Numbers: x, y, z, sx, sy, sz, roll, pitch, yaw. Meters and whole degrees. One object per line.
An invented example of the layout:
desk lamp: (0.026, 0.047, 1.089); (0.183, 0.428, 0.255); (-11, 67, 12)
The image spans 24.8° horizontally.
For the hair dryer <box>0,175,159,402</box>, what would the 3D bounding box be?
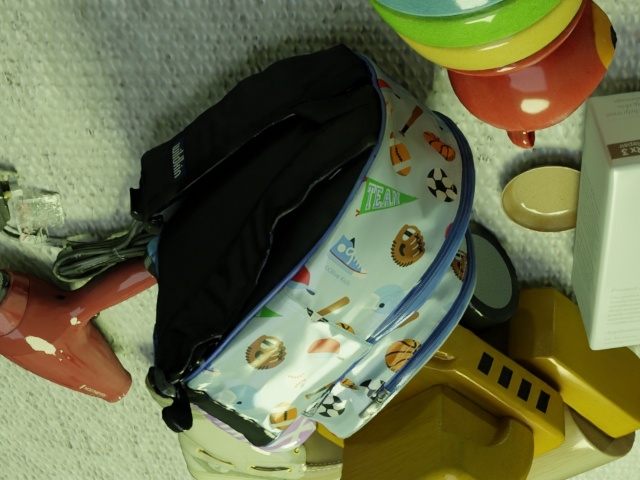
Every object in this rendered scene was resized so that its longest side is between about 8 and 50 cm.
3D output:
hair dryer: (-0.211, 0.059, 1.326); (0.224, 0.080, 0.293); (7, 141, -2)

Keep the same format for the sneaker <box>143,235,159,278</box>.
sneaker: (-0.097, 0.055, 1.289); (0.078, 0.067, 0.188); (-30, 144, 15)

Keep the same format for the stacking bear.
stacking bear: (0.111, -0.179, 0.949); (0.164, 0.175, 0.289); (-12, 144, 17)

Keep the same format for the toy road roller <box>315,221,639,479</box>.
toy road roller: (0.130, 0.167, 1.283); (0.329, 0.240, 0.202); (34, 133, -29)

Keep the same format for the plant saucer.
plant saucer: (0.191, -0.038, 1.207); (0.083, 0.015, 0.083); (4, 140, 3)

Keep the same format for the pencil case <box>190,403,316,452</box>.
pencil case: (-0.061, 0.132, 1.292); (0.088, 0.086, 0.206); (13, 166, 23)

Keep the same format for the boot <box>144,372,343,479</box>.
boot: (-0.055, 0.176, 1.449); (0.213, 0.077, 0.165); (-4, 137, 16)

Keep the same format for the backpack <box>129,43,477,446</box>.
backpack: (0.000, 0.000, 1.097); (0.213, 0.276, 0.263); (24, 120, -28)

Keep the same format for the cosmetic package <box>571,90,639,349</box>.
cosmetic package: (0.269, -0.015, 1.160); (0.117, 0.085, 0.231); (-7, 138, -2)
